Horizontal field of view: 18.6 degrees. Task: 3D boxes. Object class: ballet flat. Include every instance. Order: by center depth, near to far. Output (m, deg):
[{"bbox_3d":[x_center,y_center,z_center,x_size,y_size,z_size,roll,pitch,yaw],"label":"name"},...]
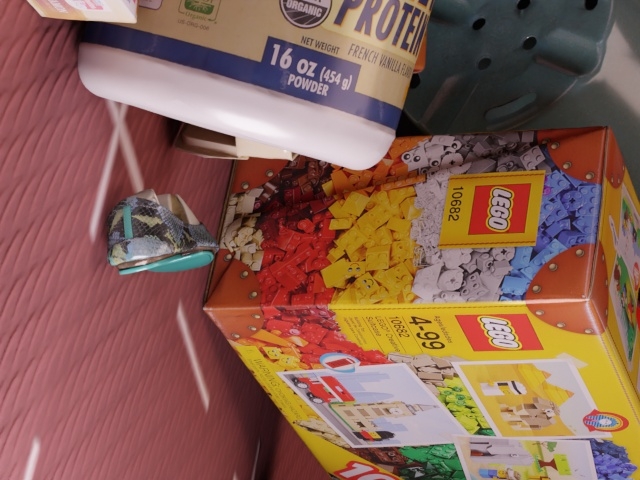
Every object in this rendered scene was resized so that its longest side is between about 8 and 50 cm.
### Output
[{"bbox_3d":[-0.121,-0.008,1.511,0.188,0.070,0.070,11,84,-84],"label":"ballet flat"}]

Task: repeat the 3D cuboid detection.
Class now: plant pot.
[{"bbox_3d":[0.262,-0.135,2.025,0.334,0.341,0.341,38,52,-45],"label":"plant pot"}]

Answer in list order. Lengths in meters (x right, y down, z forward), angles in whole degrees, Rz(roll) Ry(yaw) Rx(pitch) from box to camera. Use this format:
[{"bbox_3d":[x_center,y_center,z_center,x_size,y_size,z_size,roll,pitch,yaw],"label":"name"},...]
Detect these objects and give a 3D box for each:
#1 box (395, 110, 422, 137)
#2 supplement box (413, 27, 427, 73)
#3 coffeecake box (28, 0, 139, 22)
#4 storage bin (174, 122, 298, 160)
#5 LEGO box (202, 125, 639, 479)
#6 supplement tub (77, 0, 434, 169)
[{"bbox_3d":[0.135,-0.049,2.389,0.312,0.179,0.343,144,-48,-75],"label":"box"},{"bbox_3d":[0.052,-0.258,1.633,0.080,0.078,0.233,-17,110,-76],"label":"supplement box"},{"bbox_3d":[-0.149,-0.244,1.205,0.142,0.068,0.185,55,40,-76],"label":"coffeecake box"},{"bbox_3d":[-0.050,-0.239,1.639,0.260,0.123,0.262,-71,163,-53],"label":"storage bin"},{"bbox_3d":[0.155,0.107,1.959,0.500,0.372,0.193,57,37,-52],"label":"LEGO box"},{"bbox_3d":[-0.022,-0.226,1.347,0.228,0.228,0.316,4,102,-80],"label":"supplement tub"}]
